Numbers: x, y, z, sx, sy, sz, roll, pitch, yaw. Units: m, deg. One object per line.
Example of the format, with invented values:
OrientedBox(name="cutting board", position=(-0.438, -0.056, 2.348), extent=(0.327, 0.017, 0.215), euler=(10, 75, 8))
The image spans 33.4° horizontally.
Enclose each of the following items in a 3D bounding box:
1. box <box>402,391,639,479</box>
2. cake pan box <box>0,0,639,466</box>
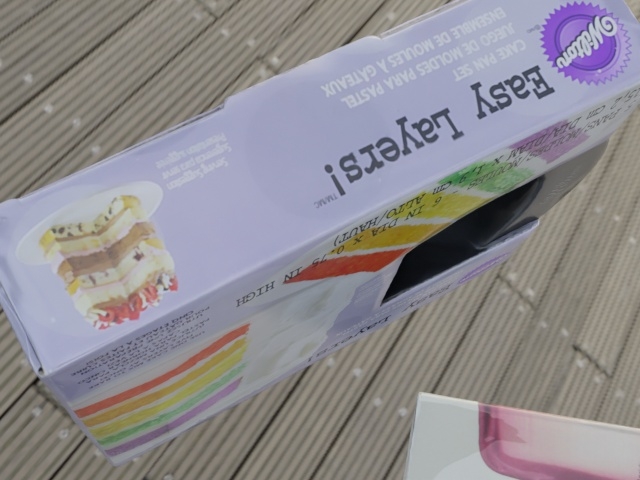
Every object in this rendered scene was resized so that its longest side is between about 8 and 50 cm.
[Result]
OrientedBox(name="box", position=(0.182, 0.206, 0.839), extent=(0.232, 0.148, 0.126), euler=(9, 76, 10))
OrientedBox(name="cake pan box", position=(0.000, 0.000, 0.483), extent=(0.267, 0.246, 0.070), euler=(-26, 77, -15))
